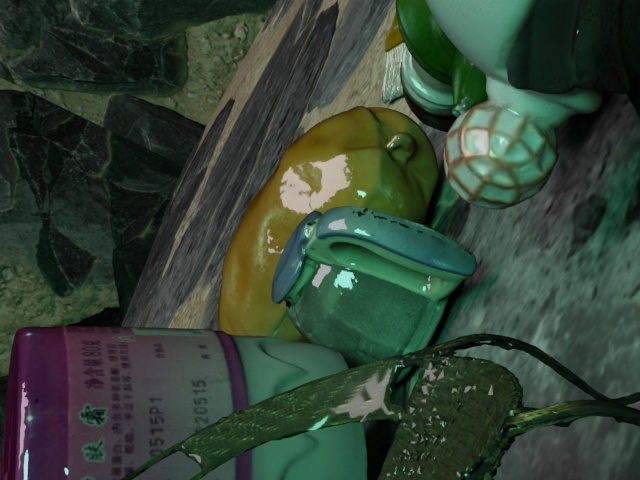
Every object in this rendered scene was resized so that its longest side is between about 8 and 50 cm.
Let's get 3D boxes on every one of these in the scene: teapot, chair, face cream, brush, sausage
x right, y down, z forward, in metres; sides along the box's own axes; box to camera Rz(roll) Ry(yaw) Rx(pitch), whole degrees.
[{"bbox_3d":[0.024,0.031,0.753,0.111,0.108,0.149,-65,11,3],"label":"teapot"},{"bbox_3d":[0.021,0.097,0.392,0.174,0.213,0.149,-149,80,-77],"label":"chair"},{"bbox_3d":[-0.088,0.140,0.698,0.175,0.195,0.175,-177,90,-74],"label":"face cream"},{"bbox_3d":[0.084,-0.274,1.141,0.103,0.013,0.272,173,100,-76],"label":"brush"},{"bbox_3d":[0.001,0.000,0.900,0.241,0.120,0.136,-57,28,31],"label":"sausage"}]

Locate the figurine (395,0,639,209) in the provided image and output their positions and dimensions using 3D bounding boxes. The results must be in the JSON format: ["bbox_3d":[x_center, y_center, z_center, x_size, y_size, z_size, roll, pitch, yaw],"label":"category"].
[{"bbox_3d":[0.117,-0.148,0.612,0.281,0.167,0.370,-62,2,-10],"label":"figurine"}]
